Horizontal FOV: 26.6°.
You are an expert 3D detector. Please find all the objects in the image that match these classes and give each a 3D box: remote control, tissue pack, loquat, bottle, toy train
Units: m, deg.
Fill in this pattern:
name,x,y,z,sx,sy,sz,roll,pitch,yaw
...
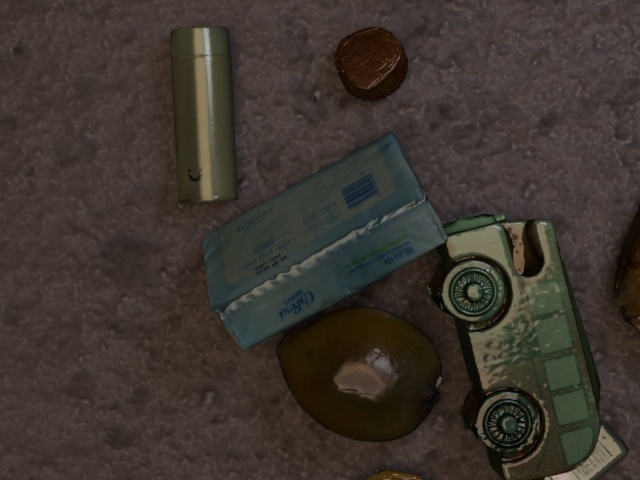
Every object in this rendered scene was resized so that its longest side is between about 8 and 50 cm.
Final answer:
name,x,y,z,sx,sy,sz,roll,pitch,yaw
remote control,0.298,0.265,1.573,0.124,0.018,0.053,-42,89,7
tissue pack,0.000,0.000,1.516,0.263,0.177,0.089,-31,118,7
loquat,0.044,0.150,1.536,0.195,0.152,0.152,16,95,13
bottle,-0.135,-0.145,1.572,0.072,0.072,0.201,-3,93,6
toy train,0.221,0.124,1.522,0.159,0.129,0.326,-14,91,1

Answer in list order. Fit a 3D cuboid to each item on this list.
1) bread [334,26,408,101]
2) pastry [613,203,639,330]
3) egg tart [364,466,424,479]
name,x,y,z,sx,sy,sz,roll,pitch,yaw
bread,0.060,-0.203,1.558,0.085,0.053,0.085,-4,73,14
pastry,0.428,0.031,1.509,0.182,0.093,0.192,19,99,4
egg tart,0.084,0.326,1.583,0.130,0.052,0.130,1,94,7
